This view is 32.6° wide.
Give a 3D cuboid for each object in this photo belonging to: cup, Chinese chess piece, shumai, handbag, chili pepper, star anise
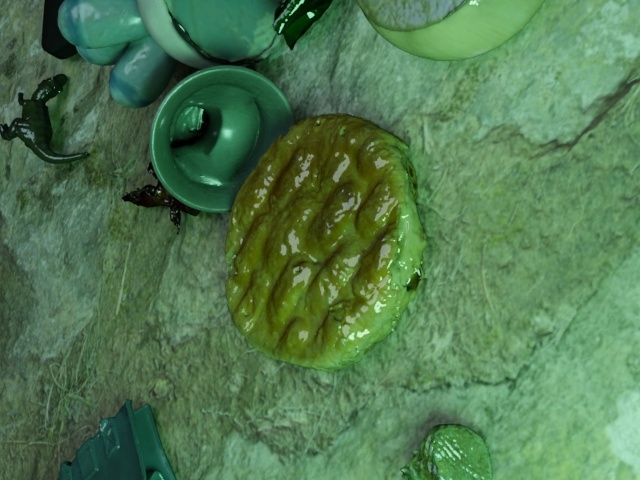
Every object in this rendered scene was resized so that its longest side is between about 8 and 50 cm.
[{"bbox_3d":[-0.148,-0.154,1.494,0.199,0.199,0.150,-62,26,9],"label":"cup"},{"bbox_3d":[0.157,-0.345,1.281,0.270,0.112,0.270,-17,65,41],"label":"Chinese chess piece"},{"bbox_3d":[0.130,0.236,1.144,0.082,0.083,0.080,-55,4,-24],"label":"shumai"},{"bbox_3d":[-0.300,0.348,1.535,0.229,0.062,0.179,-47,44,23],"label":"handbag"},{"bbox_3d":[0.001,-0.355,1.463,0.061,0.098,0.224,32,109,17],"label":"chili pepper"},{"bbox_3d":[-0.212,-0.098,1.610,0.212,0.053,0.157,27,96,49],"label":"star anise"}]

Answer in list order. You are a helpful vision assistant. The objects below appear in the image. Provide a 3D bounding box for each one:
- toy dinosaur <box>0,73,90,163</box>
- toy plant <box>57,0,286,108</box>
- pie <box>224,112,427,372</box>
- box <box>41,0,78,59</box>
[{"bbox_3d":[-0.474,-0.219,1.896,0.179,0.087,0.187,-10,70,45],"label":"toy dinosaur"},{"bbox_3d":[-0.240,-0.327,1.594,0.332,0.247,0.247,-10,69,44],"label":"toy plant"},{"bbox_3d":[0.000,0.000,1.343,0.339,0.083,0.339,-20,62,43],"label":"pie"},{"bbox_3d":[-0.383,-0.482,1.910,0.290,0.073,0.288,-19,63,40],"label":"box"}]
